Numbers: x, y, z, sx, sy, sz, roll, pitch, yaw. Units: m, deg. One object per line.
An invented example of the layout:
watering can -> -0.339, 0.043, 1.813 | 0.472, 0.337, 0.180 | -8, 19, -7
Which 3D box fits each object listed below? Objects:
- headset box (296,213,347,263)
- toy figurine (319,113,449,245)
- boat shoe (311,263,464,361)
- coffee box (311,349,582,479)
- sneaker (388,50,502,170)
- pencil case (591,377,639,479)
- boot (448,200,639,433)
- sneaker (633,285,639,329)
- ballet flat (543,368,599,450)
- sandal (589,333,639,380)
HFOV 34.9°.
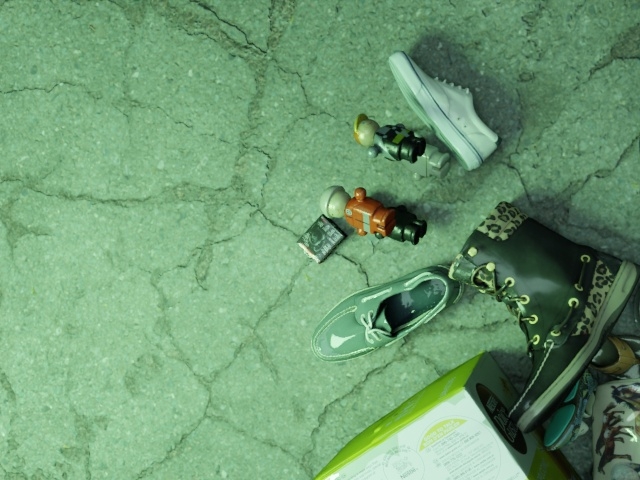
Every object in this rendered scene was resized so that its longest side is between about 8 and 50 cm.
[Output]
headset box -> 0.000, 0.000, 1.944 | 0.062, 0.032, 0.083 | 44, 103, 9
toy figurine -> 0.114, -0.106, 1.820 | 0.148, 0.213, 0.209 | 22, 96, 29
boat shoe -> 0.113, 0.137, 1.887 | 0.320, 0.099, 0.116 | -27, 86, 15
coffee box -> 0.228, 0.436, 1.750 | 0.338, 0.338, 0.334 | -36, 84, 15
sneaker -> 0.226, -0.249, 1.851 | 0.091, 0.094, 0.258 | -38, 88, -4
pencil case -> 0.539, 0.420, 1.693 | 0.160, 0.183, 0.410 | 10, 73, -17
boot -> 0.347, 0.117, 1.744 | 0.284, 0.138, 0.377 | 33, 66, 15
sneaker -> 0.735, 0.141, 1.678 | 0.411, 0.182, 0.158 | 3, 95, 13
ballet flat -> 0.447, 0.302, 1.782 | 0.070, 0.070, 0.188 | 23, 55, 13
sandal -> 0.511, 0.195, 1.805 | 0.219, 0.060, 0.090 | 25, 99, 12
